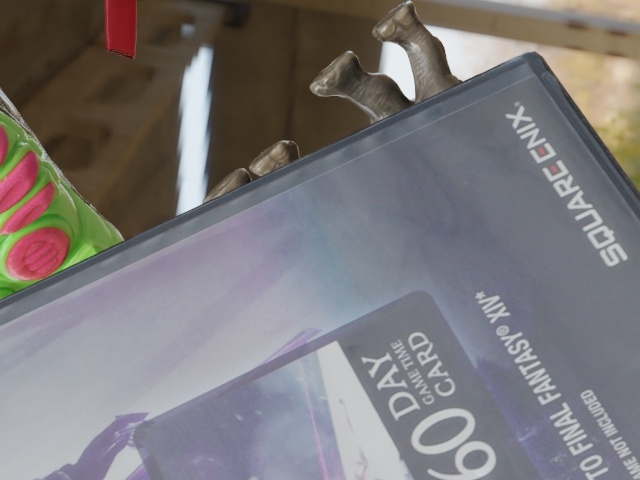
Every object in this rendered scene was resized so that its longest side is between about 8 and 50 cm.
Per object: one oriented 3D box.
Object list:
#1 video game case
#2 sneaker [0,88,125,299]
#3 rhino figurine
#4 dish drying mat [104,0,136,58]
[{"bbox_3d":[-0.028,0.089,0.352,0.196,0.274,0.026,60,171,31],"label":"video game case"},{"bbox_3d":[-0.256,-0.035,1.200,0.202,0.185,0.483,58,168,18],"label":"sneaker"},{"bbox_3d":[0.000,0.000,0.843,0.243,0.106,0.073,-49,12,-23],"label":"rhino figurine"},{"bbox_3d":[-0.147,-0.176,1.256,0.032,0.008,0.083,11,-106,-51],"label":"dish drying mat"}]
